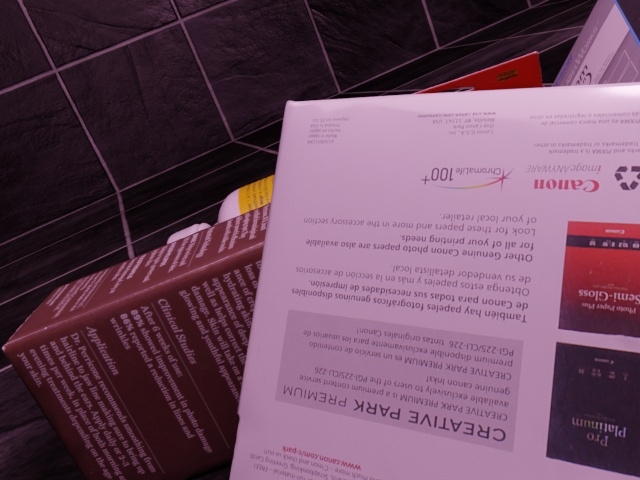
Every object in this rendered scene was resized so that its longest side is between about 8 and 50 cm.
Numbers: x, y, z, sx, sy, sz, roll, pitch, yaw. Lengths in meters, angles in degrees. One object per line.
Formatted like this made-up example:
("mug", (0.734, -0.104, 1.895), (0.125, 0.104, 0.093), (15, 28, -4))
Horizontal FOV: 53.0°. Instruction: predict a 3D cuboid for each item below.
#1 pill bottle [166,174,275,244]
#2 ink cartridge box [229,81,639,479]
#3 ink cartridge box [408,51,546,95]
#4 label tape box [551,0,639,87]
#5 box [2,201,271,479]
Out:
("pill bottle", (0.000, 0.000, 0.763), (0.334, 0.187, 0.188), (-20, 18, 6))
("ink cartridge box", (0.118, 0.062, 0.369), (0.310, 0.271, 0.130), (5, -9, 30))
("ink cartridge box", (0.219, -0.171, 0.996), (0.275, 0.060, 0.239), (-16, -16, 20))
("label tape box", (0.373, -0.233, 0.754), (0.106, 0.240, 0.333), (14, 42, -3))
("box", (-0.064, 0.080, 0.609), (0.382, 0.191, 0.143), (-20, 18, 6))
